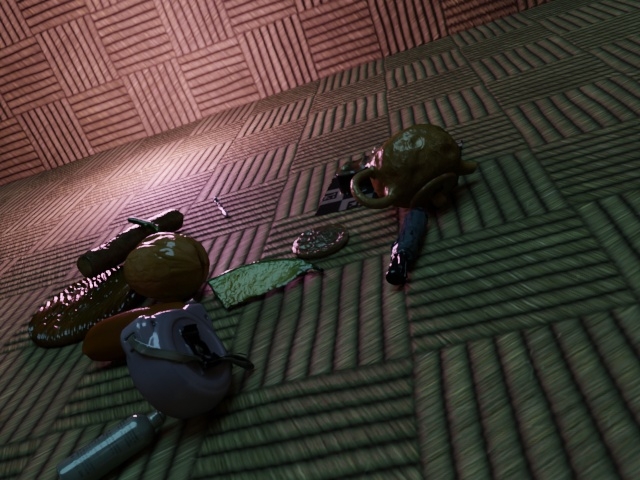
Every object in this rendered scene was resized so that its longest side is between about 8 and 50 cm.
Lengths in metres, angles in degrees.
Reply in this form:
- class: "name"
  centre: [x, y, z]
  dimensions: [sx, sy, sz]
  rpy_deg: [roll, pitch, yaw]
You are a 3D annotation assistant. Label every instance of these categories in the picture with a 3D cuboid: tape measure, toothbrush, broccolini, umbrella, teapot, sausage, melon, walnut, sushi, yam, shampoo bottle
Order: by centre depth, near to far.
- class: "shampoo bottle"
  centre: [-0.302, 0.309, 0.921]
  dimensions: [0.195, 0.056, 0.056]
  rpy_deg: [-31, 26, -21]
- class: "tape measure"
  centre: [-0.212, 0.187, 0.952]
  dimensions: [0.105, 0.178, 0.196]
  rpy_deg: [-36, -6, 15]
- class: "umbrella"
  centre: [0.167, 0.007, 1.168]
  dimensions: [0.053, 0.052, 0.250]
  rpy_deg: [-7, 27, 26]
- class: "sausage"
  centre: [-0.360, 0.181, 1.187]
  dimensions: [0.238, 0.098, 0.098]
  rpy_deg: [-16, 25, 15]
- class: "melon"
  centre: [-0.120, 0.082, 1.249]
  dimensions: [0.261, 0.053, 0.114]
  rpy_deg: [-16, 33, 11]
- class: "teapot"
  centre: [0.211, -0.135, 1.300]
  dimensions: [0.311, 0.203, 0.167]
  rpy_deg: [-21, 65, -25]
- class: "walnut"
  centre: [-0.347, 0.061, 1.350]
  dimensions: [0.206, 0.159, 0.159]
  rpy_deg: [-9, 27, 24]
- class: "broccolini"
  centre: [-0.447, 0.011, 1.536]
  dimensions: [0.123, 0.062, 0.271]
  rpy_deg: [-8, 33, -42]
- class: "sushi"
  centre: [0.168, -0.208, 1.546]
  dimensions: [0.372, 0.100, 0.296]
  rpy_deg: [-11, 27, 21]
- class: "yam"
  centre: [-0.509, 0.002, 1.635]
  dimensions: [0.081, 0.081, 0.356]
  rpy_deg: [-4, 20, 32]
- class: "toothbrush"
  centre: [-0.298, -0.100, 1.794]
  dimensions: [0.013, 0.019, 0.193]
  rpy_deg: [-25, 27, -10]

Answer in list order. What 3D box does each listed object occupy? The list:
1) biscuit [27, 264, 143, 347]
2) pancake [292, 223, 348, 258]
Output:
- class: "biscuit"
  centre: [-0.565, 0.149, 1.472]
  dimensions: [0.317, 0.040, 0.318]
  rpy_deg: [-18, 24, 8]
- class: "pancake"
  centre: [0.000, 0.000, 1.349]
  dimensions: [0.139, 0.022, 0.140]
  rpy_deg: [-17, 26, 8]
